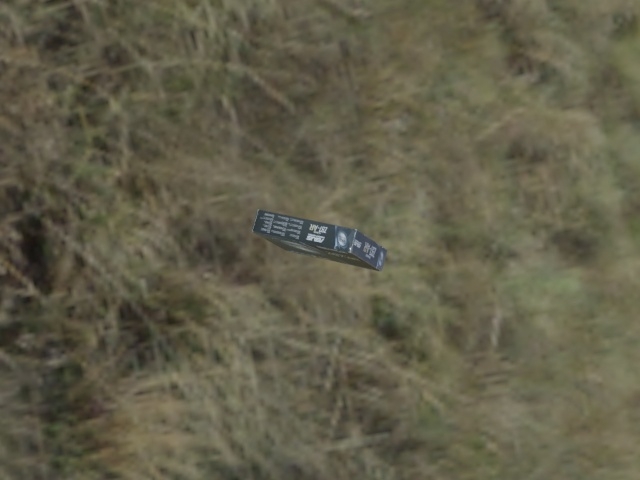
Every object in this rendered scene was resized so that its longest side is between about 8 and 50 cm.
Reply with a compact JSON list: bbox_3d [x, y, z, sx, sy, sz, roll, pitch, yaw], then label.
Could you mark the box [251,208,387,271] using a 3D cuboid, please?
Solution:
[{"bbox_3d":[0.000,0.000,1.090,0.067,0.083,0.018,31,73,-65],"label":"box"}]
